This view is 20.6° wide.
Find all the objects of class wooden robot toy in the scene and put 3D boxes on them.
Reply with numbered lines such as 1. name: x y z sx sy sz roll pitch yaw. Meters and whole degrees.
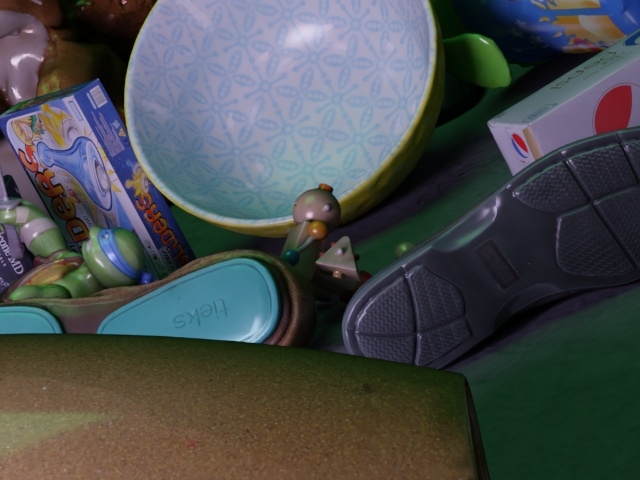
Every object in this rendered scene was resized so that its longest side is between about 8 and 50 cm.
1. wooden robot toy: 0.000 0.000 1.302 0.173 0.076 0.079 154 133 -70

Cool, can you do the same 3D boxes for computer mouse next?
1. computer mouse: 0.076 -0.162 1.785 0.184 0.060 0.262 -22 16 16

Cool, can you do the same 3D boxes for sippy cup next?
1. sippy cup: 0.242 -0.264 1.570 0.240 0.305 0.224 15 2 -35

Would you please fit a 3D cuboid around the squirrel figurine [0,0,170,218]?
1. squirrel figurine: -0.316 -0.212 2.022 0.281 0.370 0.397 -22 16 21

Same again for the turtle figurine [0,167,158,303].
1. turtle figurine: -0.288 0.038 1.410 0.266 0.275 0.198 -45 36 17

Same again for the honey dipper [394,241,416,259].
1. honey dipper: 0.067 0.025 1.250 0.030 0.030 0.160 -27 13 1

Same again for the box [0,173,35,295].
1. box: -0.311 0.051 1.564 0.158 0.156 0.093 -26 16 5

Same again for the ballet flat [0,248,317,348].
1. ballet flat: -0.154 0.087 1.279 0.342 0.116 0.124 -18 -18 17

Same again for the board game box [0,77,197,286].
1. board game box: -0.198 -0.040 1.583 0.035 0.201 0.136 -39 18 -36

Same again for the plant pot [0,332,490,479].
1. plant pot: -0.050 0.140 0.771 0.254 0.237 0.237 -10 18 6

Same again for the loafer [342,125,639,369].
1. loafer: 0.134 -0.003 1.114 0.267 0.096 0.084 -27 9 8

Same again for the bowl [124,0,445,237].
1. bowl: -0.010 -0.122 1.554 0.289 0.289 0.156 -24 -27 13

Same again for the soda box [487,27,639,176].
1. soda box: 0.236 -0.107 1.304 0.216 0.074 0.069 -31 16 -15
